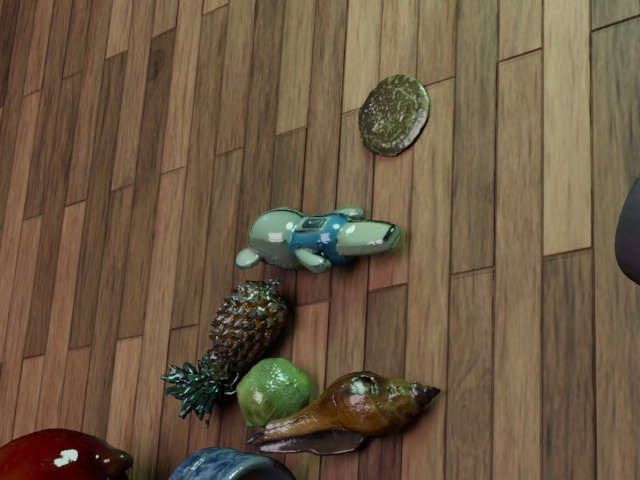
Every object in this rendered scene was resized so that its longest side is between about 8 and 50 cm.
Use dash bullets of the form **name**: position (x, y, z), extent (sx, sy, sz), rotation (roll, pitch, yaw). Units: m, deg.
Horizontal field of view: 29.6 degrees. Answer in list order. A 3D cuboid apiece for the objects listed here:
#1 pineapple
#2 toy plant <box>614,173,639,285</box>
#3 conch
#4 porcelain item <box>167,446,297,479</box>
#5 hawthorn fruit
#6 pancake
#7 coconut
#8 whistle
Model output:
- **pineapple**: position (-0.118, 0.132, 1.554), extent (0.103, 0.083, 0.221), rotation (46, 108, 28)
- **toy plant**: position (0.442, 0.043, 0.955), extent (0.279, 0.185, 0.400), rotation (-44, 49, -15)
- **conch**: position (0.027, 0.195, 1.380), extent (0.232, 0.086, 0.080), rotation (-24, 36, 37)
- **porcelain item**: position (-0.108, 0.319, 1.425), extent (0.114, 0.147, 0.147), rotation (2, 76, 48)
- **hawthorn fruit**: position (-0.373, 0.399, 1.582), extent (0.295, 0.295, 0.311), rotation (3, 76, 46)
- **pancake**: position (0.089, -0.155, 1.508), extent (0.115, 0.011, 0.115), rotation (-19, 62, 40)
- **coconut**: position (-0.059, 0.191, 1.474), extent (0.096, 0.088, 0.088), rotation (-54, 44, 8)
- **whistle**: position (0.000, 0.000, 1.498), extent (0.235, 0.077, 0.114), rotation (0, 43, 40)
